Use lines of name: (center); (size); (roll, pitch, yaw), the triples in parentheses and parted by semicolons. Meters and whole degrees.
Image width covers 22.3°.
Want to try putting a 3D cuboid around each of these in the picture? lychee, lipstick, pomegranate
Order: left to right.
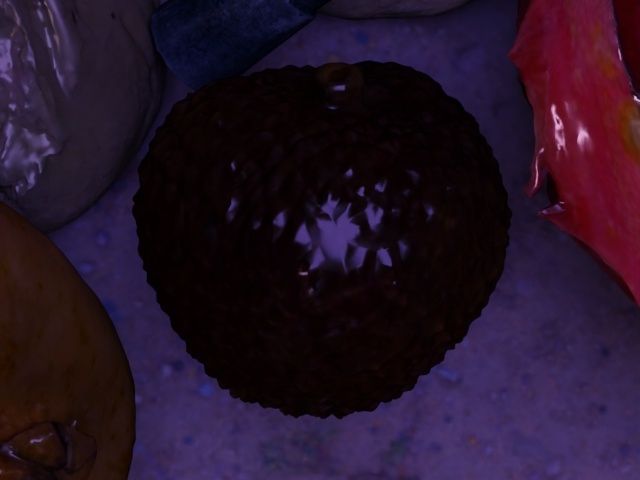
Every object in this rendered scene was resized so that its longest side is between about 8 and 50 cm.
pomegranate: (-0.198, 0.079, 0.745); (0.248, 0.248, 0.248); (0, 87, -6)
lychee: (-0.001, -0.003, 0.795); (0.194, 0.194, 0.194); (0, 87, -6)
lipstick: (0.020, -0.147, 0.775); (0.234, 0.053, 0.053); (-29, 90, 29)

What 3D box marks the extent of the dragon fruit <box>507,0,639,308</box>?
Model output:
dragon fruit: (0.243, -0.087, 0.800); (0.371, 0.249, 0.386); (-17, 92, -22)

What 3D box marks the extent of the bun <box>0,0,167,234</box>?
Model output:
bun: (-0.181, -0.116, 0.816); (0.210, 0.116, 0.237); (-20, 87, -7)

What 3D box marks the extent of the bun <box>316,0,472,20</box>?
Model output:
bun: (0.043, -0.220, 0.839); (0.222, 0.127, 0.222); (0, 86, -7)
